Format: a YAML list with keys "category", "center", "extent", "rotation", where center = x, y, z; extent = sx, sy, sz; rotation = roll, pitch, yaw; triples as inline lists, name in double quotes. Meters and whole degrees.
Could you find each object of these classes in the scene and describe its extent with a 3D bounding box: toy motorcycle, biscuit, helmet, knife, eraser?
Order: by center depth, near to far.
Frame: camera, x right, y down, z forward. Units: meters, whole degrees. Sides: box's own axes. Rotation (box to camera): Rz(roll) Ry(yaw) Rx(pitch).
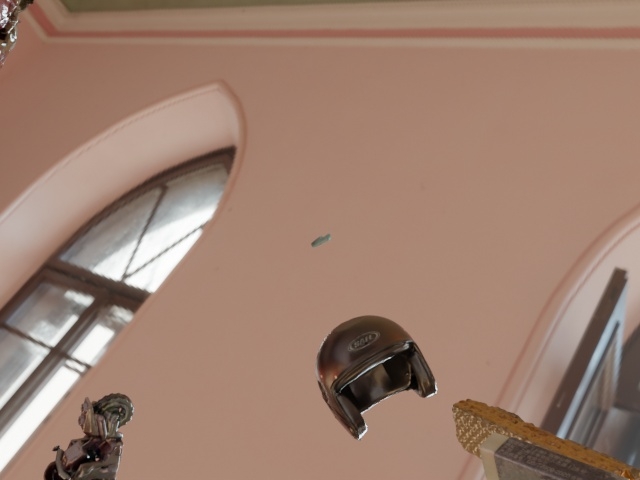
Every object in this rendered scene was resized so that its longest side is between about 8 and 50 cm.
- category: "eraser"
  center: [0.320, 0.338, 1.056]
  extent: [0.212, 0.046, 0.092]
  rotation: [9, -58, 49]
- category: "knife"
  center: [0.000, 0.000, 1.141]
  extent: [0.005, 0.014, 0.091]
  rotation: [11, -12, -15]
- category: "biscuit"
  center: [0.349, 0.352, 1.256]
  extent: [0.378, 0.054, 0.094]
  rotation: [14, -64, 60]
- category: "toy motorcycle"
  center: [-0.384, 0.340, 1.271]
  extent: [0.082, 0.122, 0.213]
  rotation: [42, -59, 44]
- category: "helmet"
  center: [0.088, 0.232, 1.365]
  extent: [0.193, 0.189, 0.216]
  rotation: [56, -12, 35]

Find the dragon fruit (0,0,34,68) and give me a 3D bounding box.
- category: "dragon fruit"
  center: [-0.457, -0.261, 0.755]
  extent: [0.329, 0.329, 0.329]
  rotation: [27, -28, 16]
